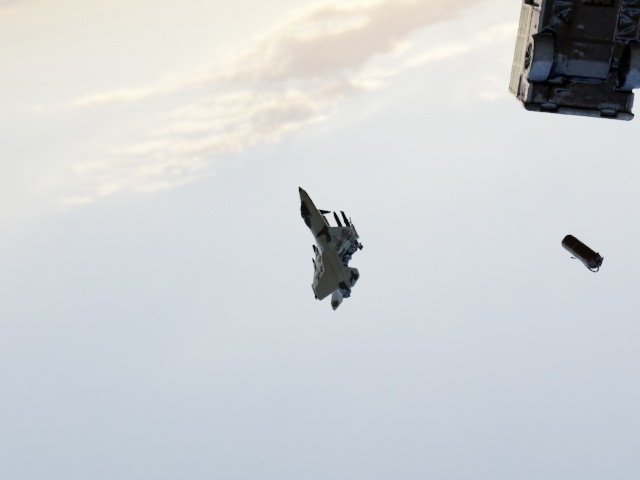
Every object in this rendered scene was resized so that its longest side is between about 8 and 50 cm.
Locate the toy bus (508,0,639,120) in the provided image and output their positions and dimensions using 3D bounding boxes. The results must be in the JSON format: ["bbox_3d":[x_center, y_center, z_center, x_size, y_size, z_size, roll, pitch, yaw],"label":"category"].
[{"bbox_3d":[0.483,-0.458,1.796,0.210,0.439,0.249,5,-163,-1],"label":"toy bus"}]

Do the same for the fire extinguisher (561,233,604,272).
[{"bbox_3d":[0.565,0.030,2.118,0.039,0.056,0.132,-13,-151,-15],"label":"fire extinguisher"}]

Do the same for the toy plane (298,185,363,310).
[{"bbox_3d":[0.015,0.006,1.546,0.082,0.160,0.234,10,-134,-23],"label":"toy plane"}]
